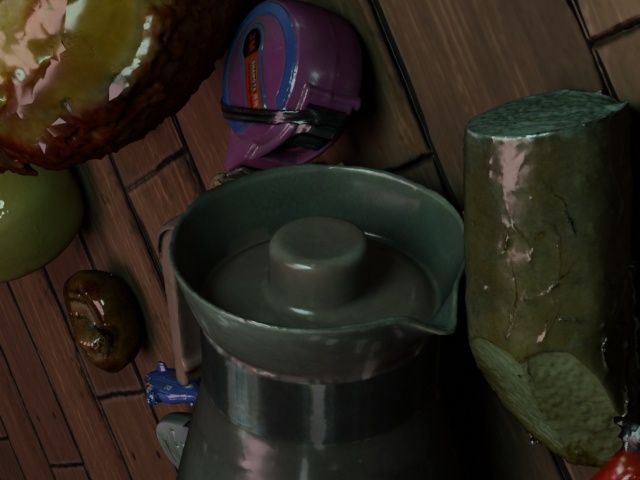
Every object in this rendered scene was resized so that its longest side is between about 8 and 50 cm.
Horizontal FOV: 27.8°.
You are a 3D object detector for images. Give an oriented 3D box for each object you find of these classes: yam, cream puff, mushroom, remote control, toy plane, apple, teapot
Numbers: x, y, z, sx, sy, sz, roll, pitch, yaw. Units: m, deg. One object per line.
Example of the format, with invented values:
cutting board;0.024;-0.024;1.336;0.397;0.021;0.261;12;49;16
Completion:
yam;0.141;0.036;0.785;0.106;0.106;0.259;26;130;50
cream puff;-0.186;-0.212;1.006;0.350;0.228;0.351;-10;74;37
mushroom;-0.259;0.092;1.506;0.127;0.087;0.127;32;133;42
remote control;-0.099;0.234;1.382;0.256;0.045;0.097;9;127;54
toy plane;-0.141;0.166;1.393;0.167;0.062;0.054;8;117;46
apple;-0.369;-0.044;1.502;0.200;0.200;0.200;38;140;41
teapot;-0.012;0.129;0.946;0.300;0.253;0.344;31;134;38

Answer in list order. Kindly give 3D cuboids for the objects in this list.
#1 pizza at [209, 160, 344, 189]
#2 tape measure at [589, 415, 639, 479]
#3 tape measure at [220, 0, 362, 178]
pizza;0.000;0.000;1.039;0.201;0.053;0.193;58;150;5
tape measure;0.233;0.236;0.758;0.253;0.114;0.260;55;152;21
tape measure;-0.025;-0.113;0.950;0.125;0.074;0.118;-21;65;49
